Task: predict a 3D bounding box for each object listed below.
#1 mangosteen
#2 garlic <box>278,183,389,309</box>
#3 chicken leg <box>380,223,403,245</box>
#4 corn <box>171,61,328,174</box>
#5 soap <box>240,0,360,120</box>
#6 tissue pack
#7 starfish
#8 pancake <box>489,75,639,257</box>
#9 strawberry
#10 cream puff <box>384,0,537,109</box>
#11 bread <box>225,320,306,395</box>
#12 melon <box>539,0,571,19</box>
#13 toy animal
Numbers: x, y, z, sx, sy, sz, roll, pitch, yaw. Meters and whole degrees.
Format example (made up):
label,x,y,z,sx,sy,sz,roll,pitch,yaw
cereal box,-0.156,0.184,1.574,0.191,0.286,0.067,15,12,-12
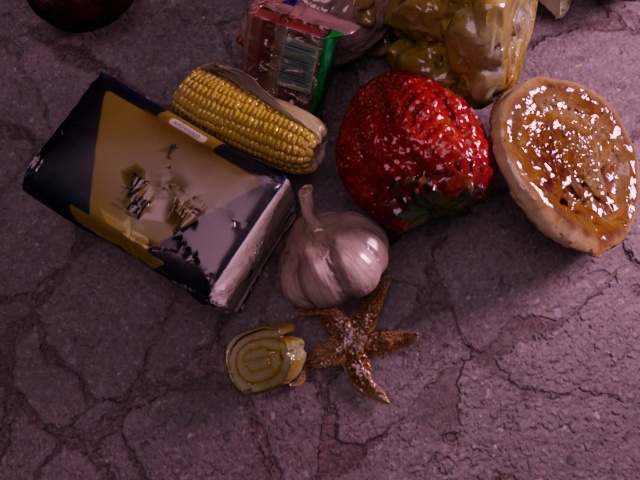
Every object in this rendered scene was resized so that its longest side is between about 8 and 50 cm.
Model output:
label,x,y,z,sx,sy,sz,roll,pitch,yaw
mangosteen,-0.479,-0.536,1.698,0.235,0.261,0.236,-1,75,3
garlic,0.000,0.000,1.532,0.218,0.218,0.212,-31,117,-3
chicken leg,0.143,-0.085,1.638,0.093,0.053,0.205,10,79,-2
corn,-0.129,-0.217,1.562,0.305,0.123,0.122,28,80,12
soap,-0.061,-0.300,1.599,0.217,0.273,0.098,23,41,11
tissue pack,-0.274,-0.076,1.573,0.416,0.253,0.264,31,81,10
starfish,0.061,0.187,1.574,0.235,0.062,0.277,43,92,12
pancake,0.445,-0.134,1.529,0.356,0.065,0.356,11,70,-32
strawberry,0.162,-0.168,1.516,0.250,0.238,0.289,-4,68,-33
cream puff,0.247,-0.411,1.579,0.257,0.325,0.291,8,52,22
bread,-0.096,0.211,1.562,0.156,0.064,0.118,-19,75,25
melon,0.431,-0.529,1.647,0.093,0.139,0.203,-7,77,11
toy animal,0.008,-0.443,1.668,0.358,0.188,0.227,-28,76,5
